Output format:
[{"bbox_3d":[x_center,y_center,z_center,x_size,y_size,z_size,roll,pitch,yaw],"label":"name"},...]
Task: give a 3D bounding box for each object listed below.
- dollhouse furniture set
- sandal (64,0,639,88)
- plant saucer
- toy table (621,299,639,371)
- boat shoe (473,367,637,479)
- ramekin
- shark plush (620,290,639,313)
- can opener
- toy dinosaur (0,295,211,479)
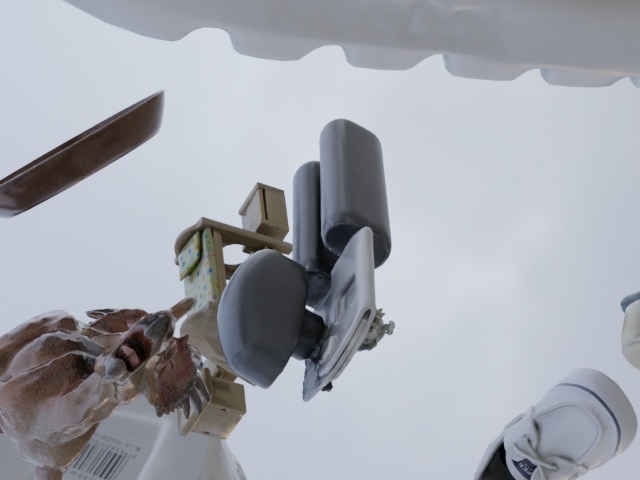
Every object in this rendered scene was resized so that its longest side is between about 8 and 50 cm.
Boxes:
[{"bbox_3d":[-0.104,0.056,1.570,0.101,0.161,0.182,17,-141,-24],"label":"dollhouse furniture set"},{"bbox_3d":[0.111,-0.124,0.482,0.169,0.416,0.102,65,150,27],"label":"sandal"},{"bbox_3d":[-0.183,-0.060,1.304,0.029,0.168,0.168,60,-157,-9],"label":"plant saucer"},{"bbox_3d":[0.278,0.089,0.798,0.274,0.161,0.252,48,-136,-19],"label":"toy table"},{"bbox_3d":[0.221,0.204,1.686,0.095,0.084,0.258,47,152,11],"label":"boat shoe"},{"bbox_3d":[-0.210,0.249,1.727,0.135,0.277,0.277,80,-167,-45],"label":"ramekin"},{"bbox_3d":[0.276,0.059,1.180,0.067,0.161,0.073,12,-81,-30],"label":"shark plush"},{"bbox_3d":[0.000,0.000,1.068,0.093,0.074,0.280,30,-156,-11],"label":"can opener"},{"bbox_3d":[-0.186,0.098,1.271,0.127,0.200,0.296,47,171,-33],"label":"toy dinosaur"}]
